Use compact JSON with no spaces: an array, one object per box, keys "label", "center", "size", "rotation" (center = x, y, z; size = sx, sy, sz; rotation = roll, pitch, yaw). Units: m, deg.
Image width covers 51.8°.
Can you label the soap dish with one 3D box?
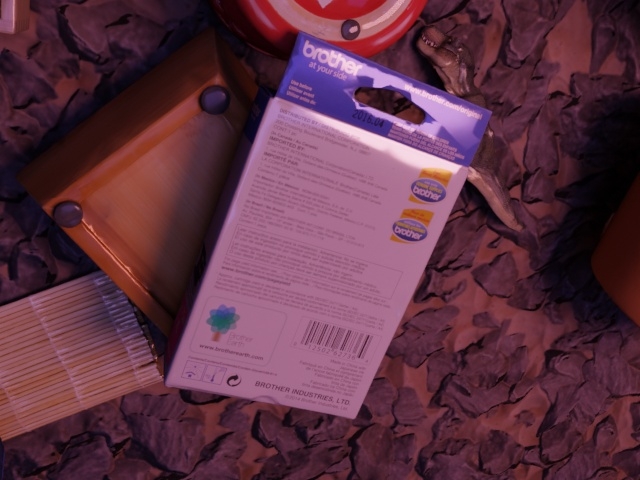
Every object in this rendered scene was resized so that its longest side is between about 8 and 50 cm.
[{"label":"soap dish","center":[-0.103,-0.014,0.634],"size":[0.229,0.118,0.291],"rotation":[-36,116,1]}]

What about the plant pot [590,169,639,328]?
[{"label":"plant pot","center":[0.442,0.013,0.711],"size":[0.290,0.291,0.203],"rotation":[22,120,-21]}]

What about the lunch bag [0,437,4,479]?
[{"label":"lunch bag","center":[-0.352,0.223,0.650],"size":[0.067,0.098,0.065],"rotation":[-22,117,-12]}]

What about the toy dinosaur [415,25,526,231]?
[{"label":"toy dinosaur","center":[0.144,-0.086,0.703],"size":[0.118,0.064,0.268],"rotation":[-33,118,-8]}]

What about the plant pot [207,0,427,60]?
[{"label":"plant pot","center":[-0.006,-0.242,0.543],"size":[0.191,0.174,0.191],"rotation":[-4,109,-12]}]

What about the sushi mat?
[{"label":"sushi mat","center":[-0.335,0.144,0.690],"size":[0.316,0.019,0.152],"rotation":[-21,113,-6]}]

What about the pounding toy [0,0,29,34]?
[{"label":"pounding toy","center":[-0.299,-0.242,0.505],"size":[0.130,0.100,0.141],"rotation":[5,109,-16]}]

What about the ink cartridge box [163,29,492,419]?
[{"label":"ink cartridge box","center":[0.000,0.000,0.567],"size":[0.185,0.065,0.311],"rotation":[16,109,-21]}]
